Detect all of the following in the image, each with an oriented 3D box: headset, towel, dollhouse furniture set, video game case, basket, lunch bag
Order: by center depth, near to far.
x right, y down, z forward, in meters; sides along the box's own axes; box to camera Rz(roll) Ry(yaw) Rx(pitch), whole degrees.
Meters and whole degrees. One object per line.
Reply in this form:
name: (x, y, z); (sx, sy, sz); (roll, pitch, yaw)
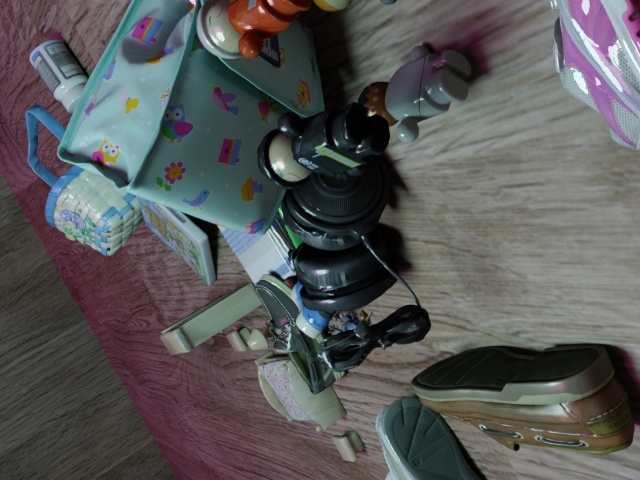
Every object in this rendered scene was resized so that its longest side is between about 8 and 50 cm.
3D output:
lunch bag: (-0.117, -0.160, 0.964); (0.160, 0.262, 0.223); (25, -179, 37)
headset: (0.000, 0.000, 1.088); (0.394, 0.185, 0.243); (49, 157, 45)
towel: (-0.130, -0.051, 1.450); (0.285, 0.034, 0.209); (58, 155, 2)
dollhouse furniture set: (-0.128, 0.279, 1.657); (0.355, 0.174, 0.303); (60, 156, -4)
video game case: (-0.278, -0.019, 1.704); (0.193, 0.023, 0.212); (42, 161, 16)
basket: (-0.491, -0.125, 1.829); (0.289, 0.201, 0.254); (45, 154, 6)

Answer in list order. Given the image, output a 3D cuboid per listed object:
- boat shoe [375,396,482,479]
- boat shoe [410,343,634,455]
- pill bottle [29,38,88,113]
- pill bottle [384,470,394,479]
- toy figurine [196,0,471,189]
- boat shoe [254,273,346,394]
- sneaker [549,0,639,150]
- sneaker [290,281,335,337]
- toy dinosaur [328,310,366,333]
boat shoe: (0.179, 0.377, 1.280); (0.320, 0.118, 0.103); (58, 162, 10)
boat shoe: (0.211, 0.186, 0.997); (0.104, 0.111, 0.307); (63, 155, -7)
pill bottle: (-0.514, -0.327, 1.790); (0.137, 0.078, 0.078); (55, 155, 8)
pill bottle: (0.139, 0.402, 1.404); (0.087, 0.087, 0.160); (46, 153, 25)
toy figurine: (0.013, -0.172, 0.837); (0.148, 0.210, 0.213); (-14, 106, 52)
boat shoe: (-0.041, 0.156, 1.439); (0.080, 0.073, 0.223); (2, 131, 57)
sneaker: (0.202, -0.161, 0.629); (0.252, 0.103, 0.111); (62, 153, -7)
sneaker: (0.002, 0.080, 1.340); (0.058, 0.084, 0.152); (38, -167, -13)
toy dinosaur: (0.049, 0.125, 1.339); (0.082, 0.047, 0.090); (9, 160, 48)
